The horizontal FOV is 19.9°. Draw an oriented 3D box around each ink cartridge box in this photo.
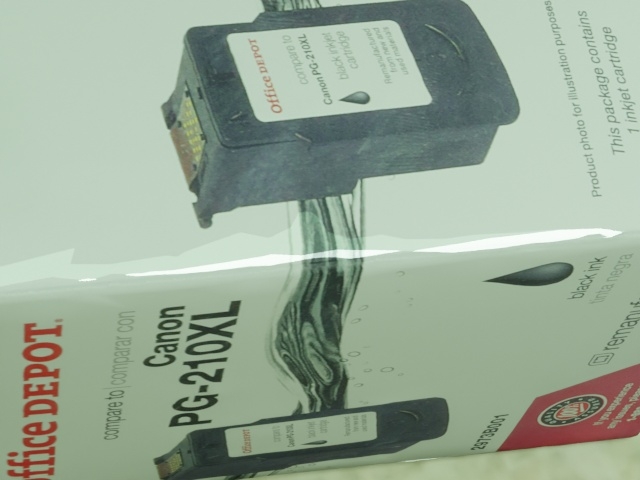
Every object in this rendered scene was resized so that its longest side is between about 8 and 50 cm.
[{"bbox_3d":[0.000,0.000,0.556,0.237,0.172,0.100,-5,64,-12],"label":"ink cartridge box"}]
